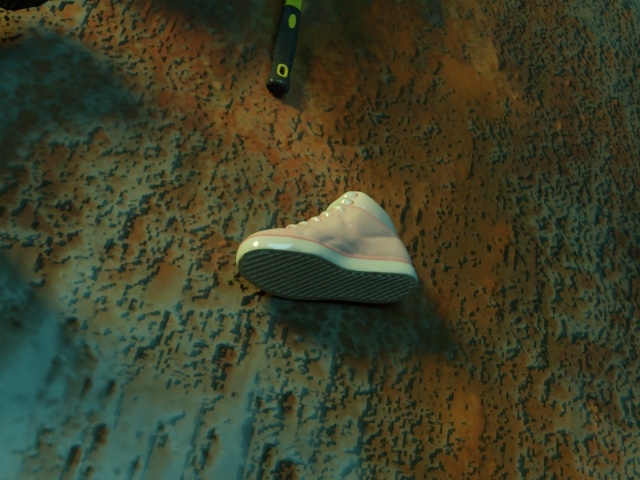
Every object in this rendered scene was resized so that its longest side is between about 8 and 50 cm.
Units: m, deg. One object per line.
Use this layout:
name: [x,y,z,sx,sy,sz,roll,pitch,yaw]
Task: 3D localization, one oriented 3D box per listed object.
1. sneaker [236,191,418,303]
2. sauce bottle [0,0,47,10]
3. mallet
sneaker: [0.000,0.000,0.697,0.134,0.051,0.070,9,50,-31]
sauce bottle: [-0.316,-0.151,0.575,0.344,0.111,0.111,-17,67,-41]
mallet: [-0.031,-0.195,0.843,0.062,0.039,0.189,27,50,-13]
